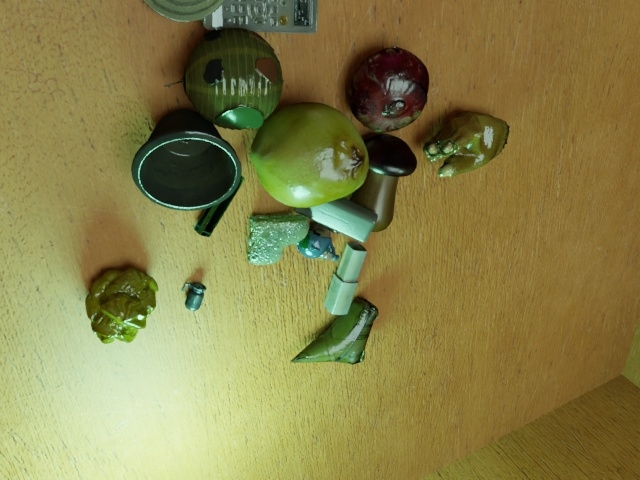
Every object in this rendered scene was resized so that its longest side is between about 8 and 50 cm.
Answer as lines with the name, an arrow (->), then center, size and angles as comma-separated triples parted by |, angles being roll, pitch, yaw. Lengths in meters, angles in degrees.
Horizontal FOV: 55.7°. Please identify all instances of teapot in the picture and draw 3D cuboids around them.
teapot -> -0.389, 0.169, 1.856 | 0.049, 0.063, 0.083 | -11, 127, -64

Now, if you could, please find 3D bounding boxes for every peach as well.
peach -> -0.028, -0.234, 1.651 | 0.314, 0.315, 0.282 | -12, 108, -16

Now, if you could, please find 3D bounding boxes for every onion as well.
onion -> 0.199, -0.426, 1.740 | 0.246, 0.190, 0.246 | -10, 136, -10

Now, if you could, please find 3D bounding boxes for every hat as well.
hat -> -0.296, -0.612, 1.339 | 0.251, 0.110, 0.252 | -7, 111, -18

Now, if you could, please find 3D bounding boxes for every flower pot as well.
flower pot -> -0.338, -0.221, 1.530 | 0.268, 0.166, 0.269 | -8, 143, -6

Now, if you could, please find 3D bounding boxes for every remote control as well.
remote control -> -0.150, -0.582, 1.522 | 0.312, 0.055, 0.110 | -9, 113, -30

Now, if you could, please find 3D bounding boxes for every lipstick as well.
lipstick -> 0.087, 0.132, 2.096 | 0.077, 0.079, 0.253 | 3, 116, -31

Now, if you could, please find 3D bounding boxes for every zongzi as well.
zongzi -> 0.048, 0.325, 2.170 | 0.289, 0.123, 0.260 | 7, 110, -30

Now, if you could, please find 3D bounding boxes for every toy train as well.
toy train -> -0.291, -0.108, 1.736 | 0.209, 0.042, 0.044 | -57, 153, 9

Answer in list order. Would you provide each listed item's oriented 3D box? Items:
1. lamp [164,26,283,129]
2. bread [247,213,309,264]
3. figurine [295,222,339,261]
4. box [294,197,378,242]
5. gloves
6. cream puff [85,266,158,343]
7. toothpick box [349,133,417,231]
lamp -> -0.235, -0.391, 1.470 | 0.284, 0.250, 0.250 | -5, 122, -12
bread -> -0.147, -0.019, 1.842 | 0.232, 0.064, 0.172 | -37, 118, 11
figurine -> 0.005, -0.001, 1.953 | 0.145, 0.114, 0.178 | -56, 142, 1
box -> 0.048, -0.085, 1.855 | 0.243, 0.055, 0.103 | 25, 127, -1
gloves -> 0.472, -0.323, 1.992 | 0.356, 0.155, 0.203 | -19, 135, -40
cream puff -> -0.553, 0.185, 1.678 | 0.194, 0.194, 0.221 | 23, 102, -39
toothpick box -> 0.182, -0.182, 1.890 | 0.192, 0.192, 0.295 | -4, 126, -29
